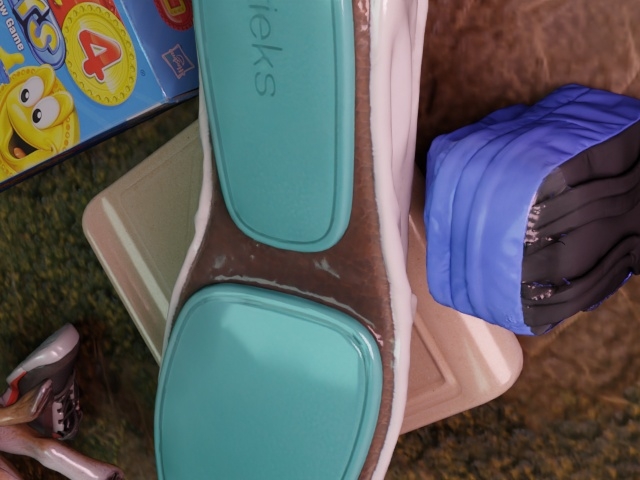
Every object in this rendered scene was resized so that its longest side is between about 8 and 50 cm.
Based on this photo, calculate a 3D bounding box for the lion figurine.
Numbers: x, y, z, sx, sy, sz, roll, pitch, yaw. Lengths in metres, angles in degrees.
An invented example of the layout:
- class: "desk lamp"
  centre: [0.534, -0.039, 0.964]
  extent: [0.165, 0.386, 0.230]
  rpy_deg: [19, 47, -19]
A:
- class: "lion figurine"
  centre: [-0.269, 0.201, 0.993]
  extent: [0.240, 0.142, 0.392]
  rpy_deg: [26, 133, 25]

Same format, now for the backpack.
- class: "backpack"
  centre: [0.095, -0.012, 0.605]
  extent: [0.101, 0.120, 0.098]
  rpy_deg: [13, 120, 36]

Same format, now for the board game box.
- class: "board game box"
  centre: [-0.218, -0.192, 0.807]
  extent: [0.302, 0.086, 0.308]
  rpy_deg: [-18, 98, 45]

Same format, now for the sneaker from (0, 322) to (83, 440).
- class: "sneaker"
  centre: [-0.198, 0.116, 0.974]
  extent: [0.065, 0.061, 0.158]
  rpy_deg: [43, 144, 2]

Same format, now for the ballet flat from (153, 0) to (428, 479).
- class: "ballet flat"
  centre: [0.000, 0.000, 0.650]
  extent: [0.139, 0.139, 0.400]
  rpy_deg: [22, 122, 31]

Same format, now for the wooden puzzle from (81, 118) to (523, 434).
- class: "wooden puzzle"
  centre: [-0.018, 0.023, 0.780]
  extent: [0.239, 0.044, 0.221]
  rpy_deg: [-30, 90, 39]
